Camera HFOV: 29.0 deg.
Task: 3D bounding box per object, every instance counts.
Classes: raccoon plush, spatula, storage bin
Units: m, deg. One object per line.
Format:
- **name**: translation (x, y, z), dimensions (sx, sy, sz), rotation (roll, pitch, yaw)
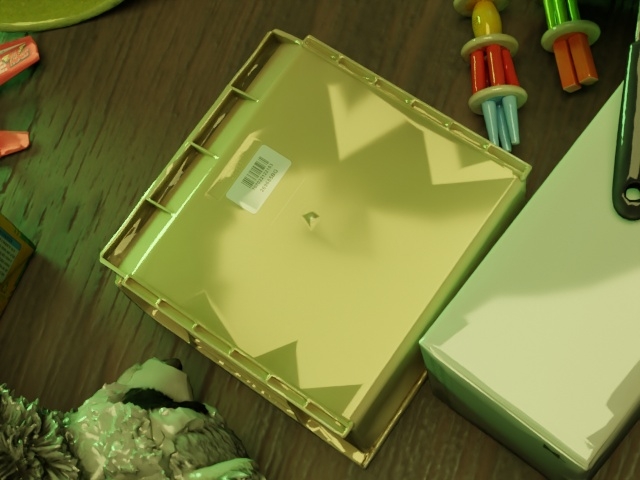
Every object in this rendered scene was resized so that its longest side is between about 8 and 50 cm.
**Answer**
- **raccoon plush**: translation (-0.227, 0.283, 0.931), dimensions (0.299, 0.216, 0.446), rotation (21, 82, 2)
- **spatula**: translation (0.232, -0.161, 0.857), dimensions (0.084, 0.030, 0.296), rotation (6, 91, 6)
- **storage bin**: translation (0.000, 0.000, 1.025), dimensions (0.260, 0.123, 0.262), rotation (33, 80, 17)

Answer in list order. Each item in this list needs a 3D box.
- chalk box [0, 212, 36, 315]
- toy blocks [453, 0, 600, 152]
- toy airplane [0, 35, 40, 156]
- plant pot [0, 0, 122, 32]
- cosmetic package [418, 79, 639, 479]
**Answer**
- **chalk box**: translation (-0.428, 0.007, 1.050), dimensions (0.289, 0.180, 0.179), rotation (21, 77, 12)
- **toy blocks**: translation (0.187, -0.154, 1.083), dimensions (0.123, 0.054, 0.148), rotation (-8, 72, 6)
- **toy airplane**: translation (-0.320, -0.129, 1.158), dimensions (0.151, 0.028, 0.151), rotation (-3, 73, 8)
- **plant pot**: translation (-0.286, -0.376, 1.130), dimensions (0.276, 0.276, 0.254), rotation (-11, 59, 4)
- **cosmetic package**: translation (0.247, 0.003, 0.952), dimensions (0.155, 0.197, 0.365), rotation (37, 79, 17)
